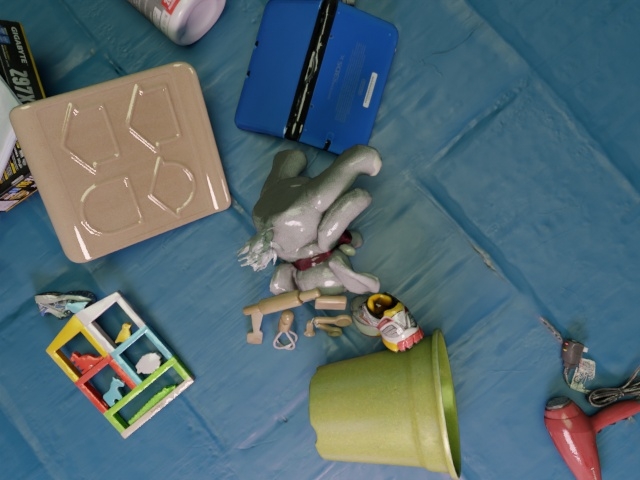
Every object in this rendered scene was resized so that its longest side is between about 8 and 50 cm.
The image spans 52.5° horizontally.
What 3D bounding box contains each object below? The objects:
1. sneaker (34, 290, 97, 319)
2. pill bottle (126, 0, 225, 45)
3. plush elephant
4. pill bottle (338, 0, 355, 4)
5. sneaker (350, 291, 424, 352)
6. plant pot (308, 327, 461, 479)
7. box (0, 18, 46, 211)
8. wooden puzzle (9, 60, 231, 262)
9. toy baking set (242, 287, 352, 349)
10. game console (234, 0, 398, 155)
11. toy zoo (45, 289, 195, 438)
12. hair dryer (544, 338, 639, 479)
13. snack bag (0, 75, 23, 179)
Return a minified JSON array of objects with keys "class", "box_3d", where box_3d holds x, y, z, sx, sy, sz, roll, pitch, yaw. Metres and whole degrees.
[{"class":"sneaker","box_3d":[-0.539,0.138,1.383,0.135,0.052,0.058,-2,96,11]},{"class":"pill bottle","box_3d":[-0.350,-0.557,1.352,0.283,0.161,0.161,42,90,5]},{"class":"plush elephant","box_3d":[0.000,0.000,1.271,0.272,0.255,0.330,-1,45,41]},{"class":"pill bottle","box_3d":[0.014,-0.534,1.376,0.120,0.067,0.067,1,87,3]},{"class":"sneaker","box_3d":[0.119,0.134,1.248,0.088,0.225,0.092,-30,106,-17]},{"class":"plant pot","box_3d":[0.121,0.317,1.240,0.254,0.276,0.275,-8,86,15]},{"class":"box","box_3d":[-0.663,-0.249,1.335,0.257,0.079,0.321,-23,84,37]},{"class":"wooden puzzle","box_3d":[-0.382,-0.158,1.285,0.348,0.080,0.322,-21,117,-18]},{"class":"toy baking set","box_3d":[-0.056,0.163,1.276,0.256,0.196,0.030,-14,51,18]},{"class":"game console","box_3d":[-0.011,-0.343,1.370,0.250,0.173,0.292,15,94,-24]},{"class":"toy zoo","box_3d":[-0.429,0.241,1.352,0.192,0.030,0.293,-40,94,0]},{"class":"hair dryer","box_3d":[0.558,0.355,1.284,0.224,0.080,0.293,17,88,4]},{"class":"snack bag","box_3d":[-0.729,-0.240,1.313,0.342,0.037,0.323,49,120,18]}]
